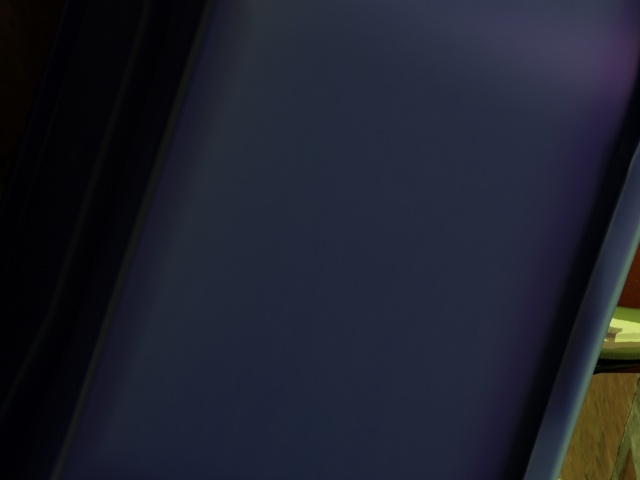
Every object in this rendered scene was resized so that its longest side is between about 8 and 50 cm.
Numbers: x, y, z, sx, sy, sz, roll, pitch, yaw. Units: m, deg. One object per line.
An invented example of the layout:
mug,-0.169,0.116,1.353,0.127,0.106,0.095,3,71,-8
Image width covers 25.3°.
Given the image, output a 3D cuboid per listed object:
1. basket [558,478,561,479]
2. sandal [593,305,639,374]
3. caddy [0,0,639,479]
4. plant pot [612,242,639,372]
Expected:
basket,0.076,0.181,0.644,0.167,0.113,0.103,-62,156,4
sandal,0.078,0.026,0.792,0.302,0.120,0.086,8,79,-37
caddy,0.000,0.000,0.471,0.341,0.179,0.241,-71,-160,4
plant pot,0.228,-0.019,0.972,0.272,0.265,0.272,5,90,-77
